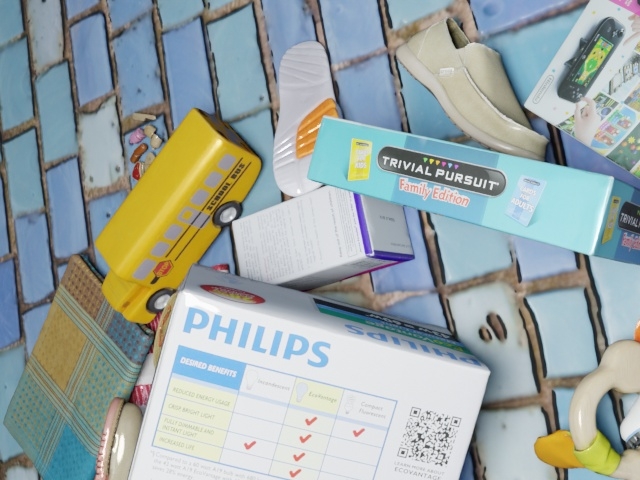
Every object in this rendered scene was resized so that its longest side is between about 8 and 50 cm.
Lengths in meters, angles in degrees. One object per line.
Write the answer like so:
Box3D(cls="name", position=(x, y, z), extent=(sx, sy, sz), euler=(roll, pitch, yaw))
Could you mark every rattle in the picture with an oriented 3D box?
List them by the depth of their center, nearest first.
Box3D(cls="rattle", position=(0.336, 0.170, 0.997), extent=(0.130, 0.143, 0.200), euler=(14, 77, 3))

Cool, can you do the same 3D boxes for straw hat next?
Box3D(cls="straw hat", position=(-0.203, 0.146, 1.317), extent=(0.144, 0.061, 0.145), euler=(-46, 35, 47))

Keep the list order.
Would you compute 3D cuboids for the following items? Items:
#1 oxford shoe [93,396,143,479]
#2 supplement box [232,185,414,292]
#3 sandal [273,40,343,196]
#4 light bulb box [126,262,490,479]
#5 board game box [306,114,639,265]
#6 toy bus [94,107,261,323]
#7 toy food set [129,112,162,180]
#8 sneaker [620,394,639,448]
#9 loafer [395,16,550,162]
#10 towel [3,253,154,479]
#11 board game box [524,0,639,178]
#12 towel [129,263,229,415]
Box3D(cls="oxford shoe", position=(-0.266, 0.433, 1.334), extent=(0.146, 0.140, 0.397), euler=(-3, 98, -3))
Box3D(cls="supplement box", position=(0.000, 0.000, 1.196), extent=(0.220, 0.111, 0.114), euler=(-20, 75, 32))
Box3D(cls="sandal", position=(-0.007, -0.170, 1.246), extent=(0.101, 0.076, 0.265), euler=(-11, 58, 19))
Box3D(cls="light bulb box", position=(-0.036, 0.252, 1.030), extent=(0.357, 0.225, 0.361), euler=(15, 96, -7))
Box3D(cls="board game box", position=(0.195, -0.054, 0.978), extent=(0.336, 0.253, 0.079), euler=(17, 95, 34))
Box3D(cls="toy bus", position=(-0.231, -0.031, 1.333), extent=(0.333, 0.130, 0.108), euler=(-51, 55, 12))
Box3D(cls="toy food set", position=(-0.299, -0.153, 1.475), extent=(0.078, 0.019, 0.122), euler=(12, 101, 35))
Box3D(cls="sneaker", position=(0.392, 0.118, 0.910), extent=(0.237, 0.085, 0.086), euler=(-49, 58, 0))
Box3D(cls="loafer", position=(0.194, -0.192, 1.074), extent=(0.092, 0.102, 0.268), euler=(-53, 54, 20))
Box3D(cls="towel", position=(-0.420, 0.245, 1.489), extent=(0.271, 0.040, 0.370), euler=(39, 110, 36))
Box3D(cls="board game box", position=(0.411, -0.160, 0.933), extent=(0.303, 0.097, 0.224), euler=(40, 109, 30))
Box3D(cls="towel", position=(-0.219, 0.220, 1.377), extent=(0.237, 0.037, 0.329), euler=(-15, 77, 32))
